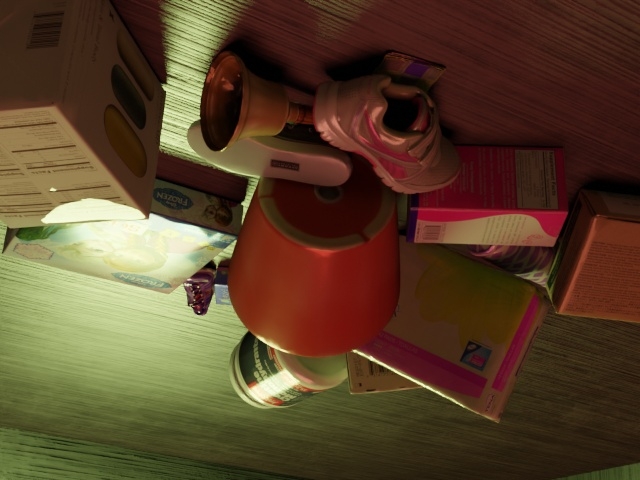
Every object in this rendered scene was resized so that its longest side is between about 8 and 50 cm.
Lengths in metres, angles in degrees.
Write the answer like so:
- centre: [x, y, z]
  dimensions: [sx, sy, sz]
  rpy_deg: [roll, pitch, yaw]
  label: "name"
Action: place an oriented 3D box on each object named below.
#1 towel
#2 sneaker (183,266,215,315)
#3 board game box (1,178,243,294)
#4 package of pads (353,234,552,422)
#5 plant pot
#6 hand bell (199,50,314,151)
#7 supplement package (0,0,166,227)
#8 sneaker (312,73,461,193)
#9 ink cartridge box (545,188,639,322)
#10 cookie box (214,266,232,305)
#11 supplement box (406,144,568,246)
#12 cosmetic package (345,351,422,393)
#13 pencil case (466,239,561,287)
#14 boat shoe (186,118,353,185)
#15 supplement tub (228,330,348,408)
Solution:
- centre: [0.109, -0.211, 1.168]
  dimensions: [0.083, 0.009, 0.060]
  rpy_deg: [12, 153, -18]
  label: "towel"
- centre: [-0.235, 0.099, 1.795]
  dimensions: [0.068, 0.071, 0.170]
  rpy_deg: [1, 154, 4]
  label: "sneaker"
- centre: [-0.341, -0.017, 1.566]
  dimensions: [0.318, 0.066, 0.318]
  rpy_deg: [16, 152, -25]
  label: "board game box"
- centre: [0.207, 0.132, 1.524]
  dimensions: [0.296, 0.229, 0.101]
  rpy_deg: [22, 174, 39]
  label: "package of pads"
- centre: [0.000, 0.000, 1.373]
  dimensions: [0.274, 0.275, 0.243]
  rpy_deg: [4, 145, -3]
  label: "plant pot"
- centre: [-0.022, -0.163, 1.206]
  dimensions: [0.242, 0.126, 0.126]
  rpy_deg: [5, 157, -31]
  label: "hand bell"
- centre: [-0.329, -0.163, 1.099]
  dimensions: [0.198, 0.199, 0.263]
  rpy_deg: [-3, 154, 11]
  label: "supplement package"
- centre: [0.111, -0.136, 1.202]
  dimensions: [0.252, 0.103, 0.111]
  rpy_deg: [23, 157, -40]
  label: "sneaker"
- centre: [0.498, 0.030, 1.453]
  dimensions: [0.234, 0.088, 0.193]
  rpy_deg: [7, 123, -7]
  label: "ink cartridge box"
- centre: [-0.159, 0.092, 1.807]
  dimensions: [0.091, 0.040, 0.107]
  rpy_deg: [5, 155, -3]
  label: "cookie box"
- centre: [0.238, -0.064, 1.346]
  dimensions: [0.220, 0.114, 0.111]
  rpy_deg: [3, 154, 3]
  label: "supplement box"
- centre: [0.178, 0.240, 1.881]
  dimensions: [0.160, 0.113, 0.309]
  rpy_deg: [-9, 174, 21]
  label: "cosmetic package"
- centre: [0.332, 0.012, 1.524]
  dimensions: [0.206, 0.088, 0.086]
  rpy_deg: [22, 152, -36]
  label: "pencil case"
- centre: [-0.065, -0.137, 1.267]
  dimensions: [0.228, 0.076, 0.080]
  rpy_deg: [10, 139, 0]
  label: "boat shoe"
- centre: [-0.062, 0.243, 1.940]
  dimensions: [0.191, 0.191, 0.272]
  rpy_deg: [16, 152, -25]
  label: "supplement tub"
